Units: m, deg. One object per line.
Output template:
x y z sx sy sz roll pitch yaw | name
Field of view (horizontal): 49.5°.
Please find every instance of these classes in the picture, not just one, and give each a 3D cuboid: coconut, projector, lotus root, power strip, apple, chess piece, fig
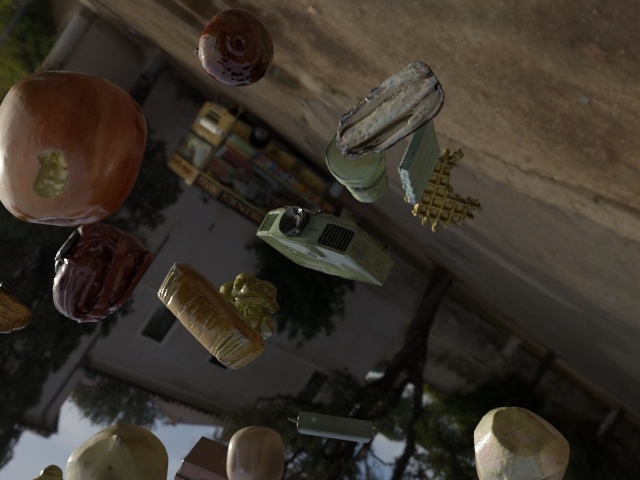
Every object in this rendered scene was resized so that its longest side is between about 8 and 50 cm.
0.481 0.518 1.670 0.236 0.237 0.197 33 -141 -18 | coconut
0.000 0.000 1.396 0.269 0.088 0.193 13 161 45 | projector
0.179 -0.311 1.764 0.078 0.329 0.167 3 -116 -52 | lotus root
-0.425 0.490 1.457 0.224 0.224 0.224 34 -178 -1 | coconut
0.032 0.536 1.999 0.252 0.060 0.027 7 142 4 | power strip
-0.391 -0.137 1.095 0.241 0.241 0.242 12 180 0 | apple
0.136 -0.219 2.191 0.182 0.182 0.330 34 175 19 | chess piece
-0.219 -0.486 1.768 0.205 0.205 0.205 34 -178 -1 | fig

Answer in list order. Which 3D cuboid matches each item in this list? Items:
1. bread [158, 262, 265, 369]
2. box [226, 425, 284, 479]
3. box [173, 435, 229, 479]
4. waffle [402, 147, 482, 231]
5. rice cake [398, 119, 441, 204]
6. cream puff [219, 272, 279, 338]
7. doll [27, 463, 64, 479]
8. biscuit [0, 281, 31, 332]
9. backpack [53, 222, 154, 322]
-0.258 0.182 1.643 0.288 0.119 0.152 40 175 27 | bread
-0.149 0.509 1.620 0.088 0.146 0.200 -5 162 21 | box
-0.330 0.727 2.199 0.215 0.086 0.215 20 -173 6 | box
0.434 -0.175 2.522 0.293 0.259 0.069 64 -164 -12 | waffle
0.280 -0.228 1.934 0.037 0.198 0.189 14 151 28 | rice cake
-0.212 0.199 2.071 0.194 0.221 0.195 -3 160 -1 | cream puff
-0.705 0.750 1.838 0.278 0.149 0.175 55 -142 -5 | doll
-0.657 0.108 1.281 0.260 0.041 0.203 25 -168 28 | biscuit
-0.470 0.075 1.469 0.138 0.229 0.229 26 180 15 | backpack
